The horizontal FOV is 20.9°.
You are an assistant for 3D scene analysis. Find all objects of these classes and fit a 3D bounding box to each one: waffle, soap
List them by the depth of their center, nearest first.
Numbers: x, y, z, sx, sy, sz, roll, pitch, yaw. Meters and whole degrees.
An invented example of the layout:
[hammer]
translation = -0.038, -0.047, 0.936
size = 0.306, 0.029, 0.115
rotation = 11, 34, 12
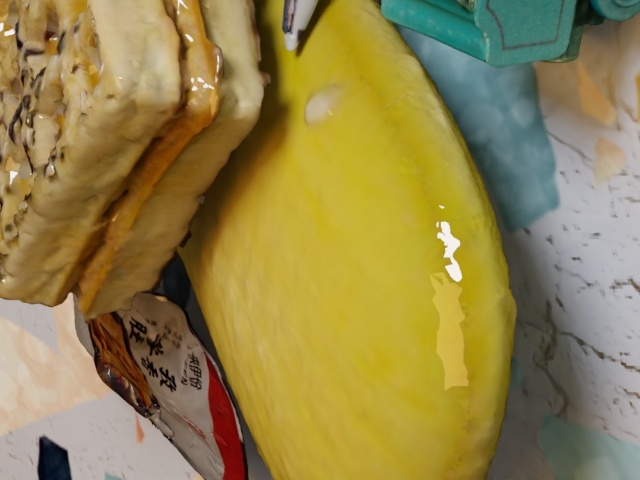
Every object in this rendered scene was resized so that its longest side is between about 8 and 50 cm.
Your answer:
[soap]
translation = 0.003, -0.001, 1.057
size = 0.427, 0.115, 0.306
rotation = 64, 143, 38
[waffle]
translation = -0.145, -0.171, 1.090
size = 0.261, 0.114, 0.376
rotation = -50, 44, 47

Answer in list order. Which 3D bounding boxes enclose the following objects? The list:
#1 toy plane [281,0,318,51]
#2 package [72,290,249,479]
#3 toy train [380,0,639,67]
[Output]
[toy plane]
translation = -0.001, -0.228, 0.983
size = 0.082, 0.160, 0.234
rotation = 25, 89, 1
[package]
translation = -0.126, 0.079, 1.248
size = 0.239, 0.030, 0.154
rotation = 37, 148, 38
[toy train]
translation = 0.107, -0.185, 0.885
size = 0.107, 0.154, 0.198
rotation = 29, 122, 42
